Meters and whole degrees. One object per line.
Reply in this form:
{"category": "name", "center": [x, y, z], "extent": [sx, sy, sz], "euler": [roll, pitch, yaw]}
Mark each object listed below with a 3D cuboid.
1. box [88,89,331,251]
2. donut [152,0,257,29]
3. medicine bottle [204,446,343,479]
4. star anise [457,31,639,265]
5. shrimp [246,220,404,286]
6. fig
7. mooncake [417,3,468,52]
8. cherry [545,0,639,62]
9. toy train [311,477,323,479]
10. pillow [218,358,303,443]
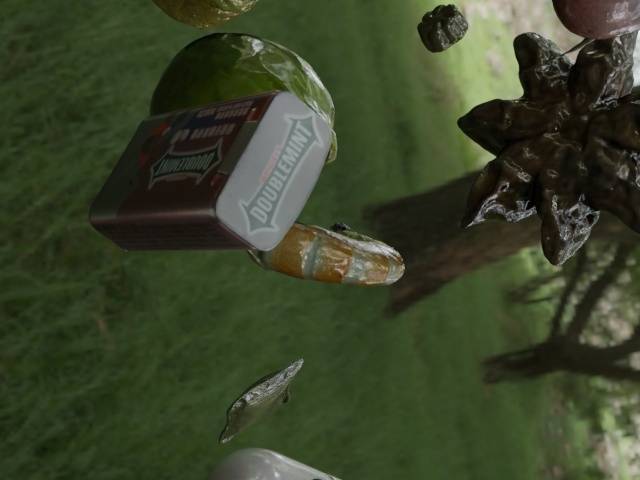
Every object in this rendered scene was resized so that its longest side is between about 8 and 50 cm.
{"category": "box", "center": [-0.095, -0.050, 1.012], "extent": [0.069, 0.224, 0.120], "euler": [38, 68, -29]}
{"category": "donut", "center": [-0.156, -0.402, 1.687], "extent": [0.208, 0.128, 0.261], "euler": [48, 34, -18]}
{"category": "medicine bottle", "center": [0.019, 0.329, 1.377], "extent": [0.341, 0.130, 0.130], "euler": [29, 35, -27]}
{"category": "star anise", "center": [0.291, -0.113, 1.374], "extent": [0.108, 0.315, 0.315], "euler": [35, 39, -47]}
{"category": "shrimp", "center": [0.000, 0.000, 1.187], "extent": [0.166, 0.161, 0.049], "euler": [-109, -146, -74]}
{"category": "fig", "center": [-0.059, -0.134, 1.414], "extent": [0.275, 0.206, 0.206], "euler": [12, -60, 56]}
{"category": "mooncake", "center": [0.066, -0.319, 1.491], "extent": [0.346, 0.150, 0.057], "euler": [30, -22, 37]}
{"category": "cherry", "center": [0.216, -0.200, 0.937], "extent": [0.106, 0.087, 0.126], "euler": [-48, 138, -31]}
{"category": "toy train", "center": [-0.001, 0.237, 1.055], "extent": [0.029, 0.045, 0.092], "euler": [-45, 155, -50]}
{"category": "pillow", "center": [-0.089, 0.230, 1.795], "extent": [0.033, 0.130, 0.217], "euler": [53, -23, 14]}
